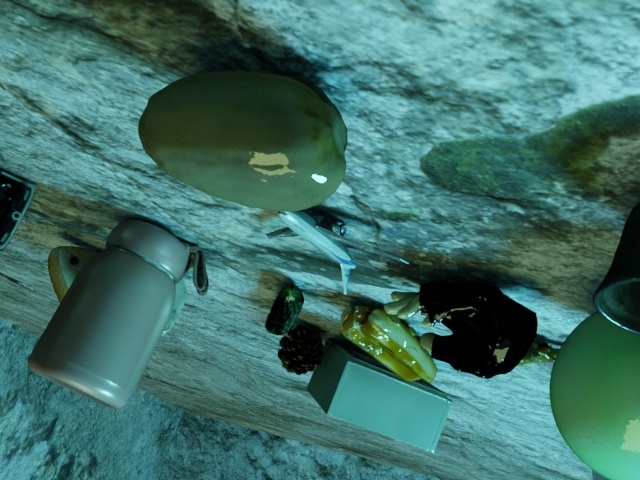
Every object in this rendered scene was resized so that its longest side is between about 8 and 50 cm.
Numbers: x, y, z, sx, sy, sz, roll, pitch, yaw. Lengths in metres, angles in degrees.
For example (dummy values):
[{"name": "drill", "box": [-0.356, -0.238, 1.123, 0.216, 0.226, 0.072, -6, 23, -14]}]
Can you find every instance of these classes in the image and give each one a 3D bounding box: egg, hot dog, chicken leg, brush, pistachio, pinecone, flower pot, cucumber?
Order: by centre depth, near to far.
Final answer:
[{"name": "flower pot", "box": [0.349, 0.025, 0.730, 0.158, 0.106, 0.157, 16, 156, 7]}, {"name": "pistachio", "box": [-0.070, -0.098, 0.736, 0.206, 0.131, 0.129, 10, -176, 18]}, {"name": "egg", "box": [0.391, 0.180, 0.916, 0.221, 0.220, 0.269, 17, 154, 6]}, {"name": "chicken leg", "box": [0.309, 0.170, 1.193, 0.178, 0.070, 0.093, 8, 152, 8]}, {"name": "hot dog", "box": [0.129, 0.183, 1.361, 0.109, 0.072, 0.269, 3, 153, 40]}, {"name": "cucumber", "box": [-0.063, 0.121, 1.387, 0.052, 0.058, 0.214, 51, 159, 11]}, {"name": "brush", "box": [-0.408, 0.094, 1.492, 0.267, 0.174, 0.166, 41, 141, -11]}, {"name": "pinecone", "box": [-0.035, 0.218, 1.571, 0.102, 0.102, 0.109, 23, 131, -11]}]

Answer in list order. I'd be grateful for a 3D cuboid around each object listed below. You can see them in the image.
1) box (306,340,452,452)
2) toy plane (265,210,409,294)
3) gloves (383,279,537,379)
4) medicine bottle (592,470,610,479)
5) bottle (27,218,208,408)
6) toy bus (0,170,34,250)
[{"name": "box", "box": [0.114, 0.303, 1.534, 0.225, 0.117, 0.225, 22, 177, -10]}, {"name": "toy plane", "box": [0.002, -0.002, 1.023, 0.226, 0.058, 0.226, 10, 155, 32]}, {"name": "gloves", "box": [0.187, 0.109, 1.073, 0.203, 0.124, 0.164, 35, 139, 33]}, {"name": "medicine bottle", "box": [0.647, 0.375, 1.193, 0.389, 0.219, 0.219, 19, 159, 1]}, {"name": "bottle", "box": [-0.318, 0.119, 1.267, 0.207, 0.296, 0.173, 24, 158, 0]}, {"name": "toy bus", "box": [-0.629, -0.082, 1.258, 0.276, 0.133, 0.165, 28, 157, -19]}]
